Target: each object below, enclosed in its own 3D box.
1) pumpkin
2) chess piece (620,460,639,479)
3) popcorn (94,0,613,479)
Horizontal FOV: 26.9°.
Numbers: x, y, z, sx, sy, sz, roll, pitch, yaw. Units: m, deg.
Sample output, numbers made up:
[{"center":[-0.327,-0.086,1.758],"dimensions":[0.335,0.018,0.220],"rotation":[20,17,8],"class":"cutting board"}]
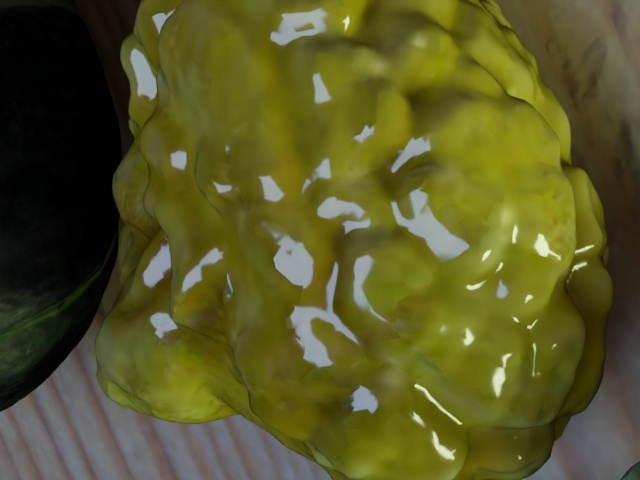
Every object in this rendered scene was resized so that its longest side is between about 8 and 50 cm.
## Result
[{"center":[-0.242,-0.047,0.650],"dimensions":[0.323,0.241,0.323],"rotation":[22,127,32],"class":"pumpkin"},{"center":[0.138,0.167,0.494],"dimensions":[0.176,0.176,0.298],"rotation":[53,140,12],"class":"chess piece"},{"center":[0.000,0.000,0.502],"dimensions":[0.203,0.200,0.226],"rotation":[-24,116,11],"class":"popcorn"}]
